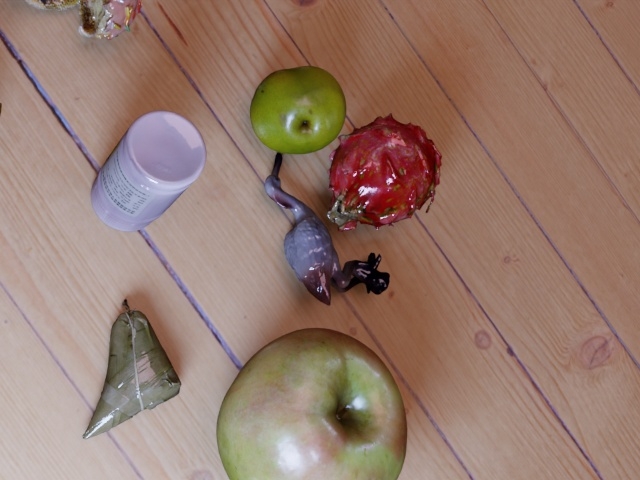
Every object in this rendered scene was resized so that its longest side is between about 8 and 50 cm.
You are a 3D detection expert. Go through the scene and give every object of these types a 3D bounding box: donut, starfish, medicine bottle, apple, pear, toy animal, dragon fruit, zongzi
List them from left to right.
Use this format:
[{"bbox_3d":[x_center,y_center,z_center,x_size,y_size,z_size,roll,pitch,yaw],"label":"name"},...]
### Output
[{"bbox_3d":[-0.434,-0.461,1.753,0.216,0.071,0.238,-10,68,-23],"label":"starfish"},{"bbox_3d":[-0.408,-0.467,1.683,0.233,0.085,0.199,23,60,-18],"label":"donut"},{"bbox_3d":[-0.340,0.202,1.580,0.178,0.081,0.189,-26,81,-21],"label":"zongzi"},{"bbox_3d":[-0.286,-0.107,1.600,0.133,0.250,0.133,8,70,-23],"label":"medicine bottle"},{"bbox_3d":[-0.048,-0.256,1.830,0.180,0.166,0.216,-20,39,-3],"label":"pear"},{"bbox_3d":[-0.020,0.309,1.591,0.319,0.277,0.319,15,64,-32],"label":"apple"},{"bbox_3d":[-0.018,-0.001,1.794,0.324,0.090,0.195,46,36,-1],"label":"toy animal"},{"bbox_3d":[0.106,-0.120,1.829,0.205,0.210,0.268,30,55,27],"label":"dragon fruit"}]
